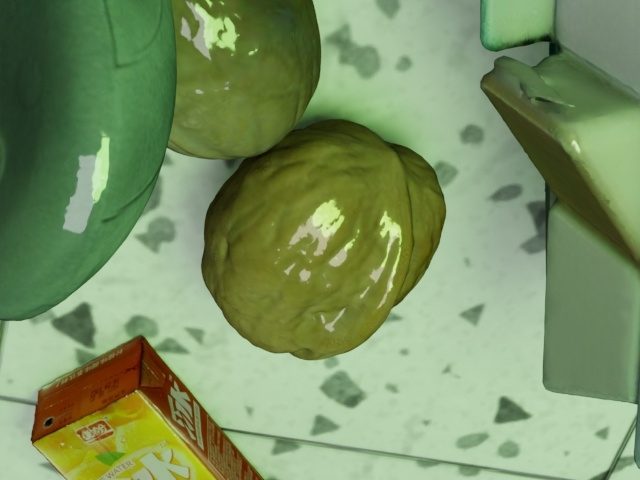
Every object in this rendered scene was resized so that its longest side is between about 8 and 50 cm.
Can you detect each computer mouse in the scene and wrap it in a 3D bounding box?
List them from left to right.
[{"bbox_3d":[-0.166,-0.132,0.654,0.188,0.371,0.122,-37,156,30],"label":"computer mouse"}]

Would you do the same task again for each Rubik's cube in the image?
[{"bbox_3d":[0.261,-0.069,0.701,0.358,0.368,0.387,-17,124,-16],"label":"Rubik's cube"}]

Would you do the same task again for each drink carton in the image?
[{"bbox_3d":[-0.112,0.183,0.979,0.096,0.071,0.223,-28,120,12],"label":"drink carton"}]

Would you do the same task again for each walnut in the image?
[{"bbox_3d":[-0.071,-0.122,0.749,0.140,0.140,0.162,-34,127,15],"label":"walnut"},{"bbox_3d":[0.000,0.000,0.831,0.166,0.149,0.166,-19,151,-11],"label":"walnut"}]
